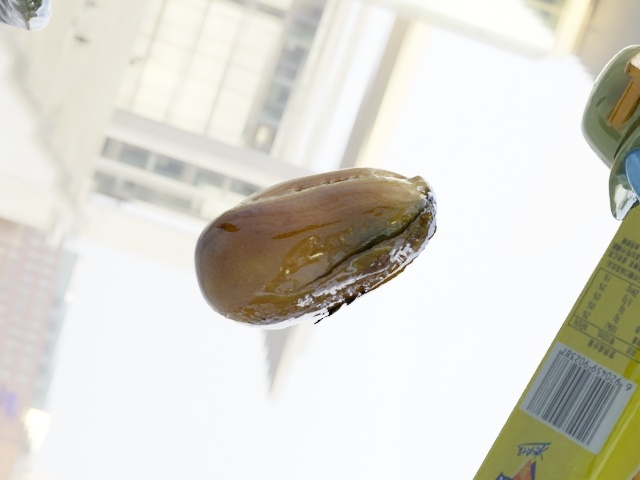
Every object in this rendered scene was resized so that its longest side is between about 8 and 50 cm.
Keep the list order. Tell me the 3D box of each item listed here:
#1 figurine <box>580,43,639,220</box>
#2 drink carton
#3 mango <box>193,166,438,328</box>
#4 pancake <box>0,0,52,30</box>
[{"bbox_3d":[0.298,-0.049,1.286,0.154,0.262,0.180,124,-15,-66],"label":"figurine"},{"bbox_3d":[0.243,0.160,1.600,0.111,0.154,0.351,29,-91,47],"label":"drink carton"},{"bbox_3d":[0.000,0.004,1.234,0.105,0.159,0.084,-82,160,-65],"label":"mango"},{"bbox_3d":[-0.265,-0.211,1.244,0.042,0.222,0.236,-55,157,-8],"label":"pancake"}]
